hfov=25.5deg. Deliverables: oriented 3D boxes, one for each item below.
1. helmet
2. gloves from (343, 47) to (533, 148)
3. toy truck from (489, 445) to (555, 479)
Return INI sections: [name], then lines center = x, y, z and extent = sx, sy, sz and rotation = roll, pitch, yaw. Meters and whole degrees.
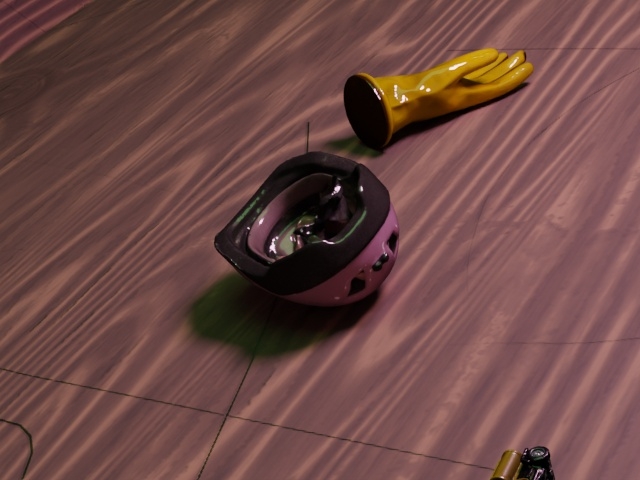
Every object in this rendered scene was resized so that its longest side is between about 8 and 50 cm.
[helmet]
center = 0.000, 0.000, 1.735
extent = 0.198, 0.154, 0.253
rotation = -50, 18, -18
[gloves]
center = 0.189, -0.240, 2.158
extent = 0.294, 0.116, 0.133
rotation = -22, 33, -24
[toy truck]
center = 0.178, 0.229, 1.283
extent = 0.054, 0.049, 0.083
rotation = -3, 28, 29
